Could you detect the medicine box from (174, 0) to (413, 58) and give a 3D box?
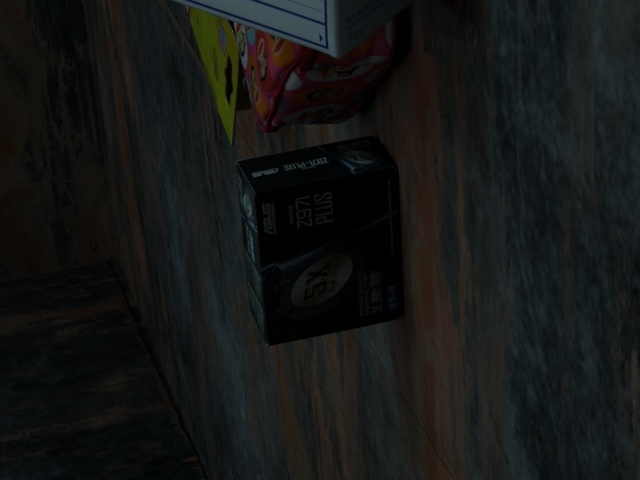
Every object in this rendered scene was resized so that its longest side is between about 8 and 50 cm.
[{"bbox_3d":[-0.052,-0.335,1.593,0.263,0.149,0.289,22,132,28],"label":"medicine box"}]

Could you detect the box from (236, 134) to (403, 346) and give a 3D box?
[{"bbox_3d":[0.000,0.000,1.943,0.077,0.147,0.180,-120,23,-57],"label":"box"}]

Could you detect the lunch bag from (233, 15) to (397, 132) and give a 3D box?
[{"bbox_3d":[-0.016,-0.260,1.883,0.293,0.120,0.258,127,135,-72],"label":"lunch bag"}]

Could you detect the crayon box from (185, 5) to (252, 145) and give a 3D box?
[{"bbox_3d":[-0.109,-0.298,2.326,0.202,0.081,0.318,98,158,-57],"label":"crayon box"}]
